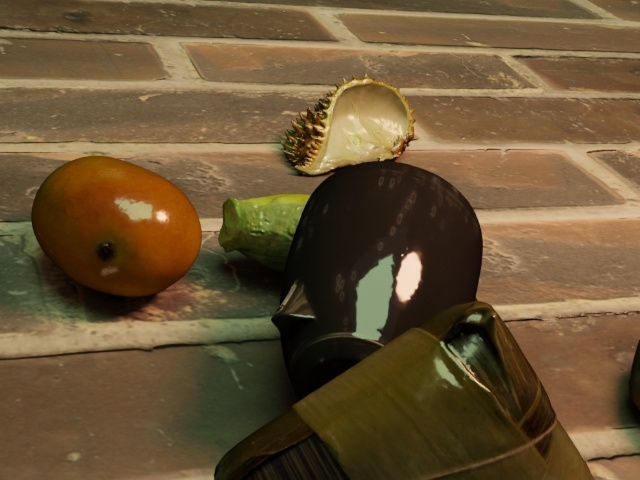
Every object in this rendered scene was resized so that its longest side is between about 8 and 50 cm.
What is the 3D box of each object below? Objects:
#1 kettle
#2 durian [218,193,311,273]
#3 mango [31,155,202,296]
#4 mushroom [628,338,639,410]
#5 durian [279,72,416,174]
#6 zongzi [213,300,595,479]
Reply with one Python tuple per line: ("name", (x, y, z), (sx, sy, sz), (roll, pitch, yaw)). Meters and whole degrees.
("kettle", (0.080, 0.091, 1.103), (0.268, 0.207, 0.290), (34, 32, -11))
("durian", (0.000, 0.000, 1.302), (0.250, 0.101, 0.139), (13, 5, 4))
("mango", (-0.247, -0.023, 1.255), (0.176, 0.139, 0.254), (3, 18, -39))
("mushroom", (0.452, 0.103, 1.146), (0.212, 0.217, 0.292), (12, 28, 12))
("durian", (0.038, -0.169, 1.690), (0.252, 0.144, 0.139), (-8, 69, -42))
("zongzi", (0.098, 0.246, 0.901), (0.289, 0.317, 0.154), (-33, 2, -5))
